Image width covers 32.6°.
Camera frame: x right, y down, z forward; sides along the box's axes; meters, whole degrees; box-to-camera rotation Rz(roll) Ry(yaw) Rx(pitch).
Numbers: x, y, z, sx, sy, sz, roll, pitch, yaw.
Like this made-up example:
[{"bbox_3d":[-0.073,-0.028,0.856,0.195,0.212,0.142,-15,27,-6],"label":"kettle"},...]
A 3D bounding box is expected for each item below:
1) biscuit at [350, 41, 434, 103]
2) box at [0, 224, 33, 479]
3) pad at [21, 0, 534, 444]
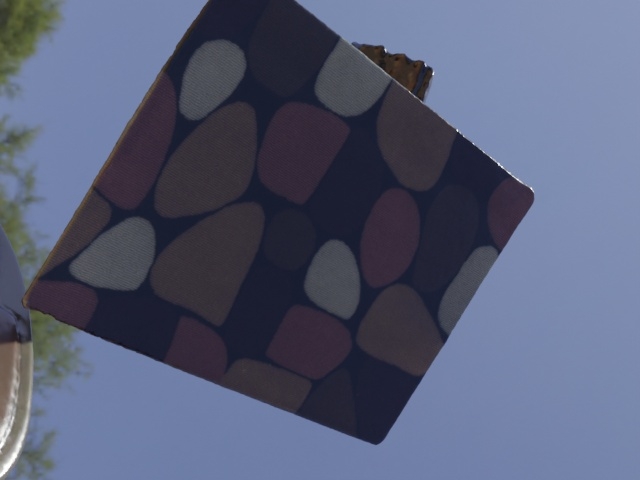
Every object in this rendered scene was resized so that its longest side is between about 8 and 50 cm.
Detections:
[{"bbox_3d":[0.030,-0.048,0.973,0.388,0.073,0.107,96,14,-75],"label":"biscuit"},{"bbox_3d":[-0.340,0.056,0.638,0.216,0.301,0.301,-30,-120,17],"label":"box"},{"bbox_3d":[0.000,0.000,0.490,0.003,0.235,0.158,33,-88,46],"label":"pad"}]
